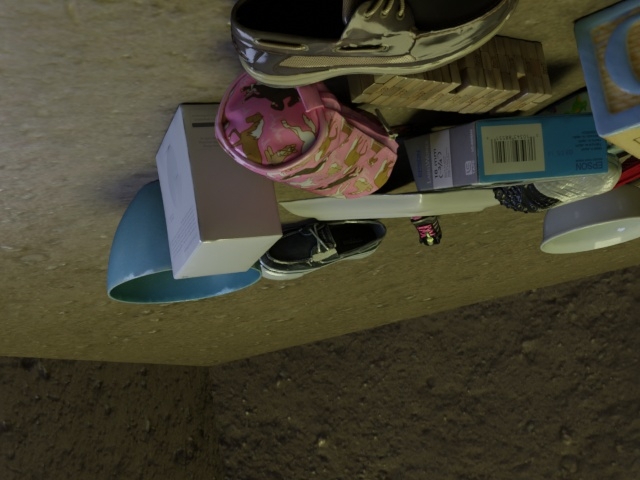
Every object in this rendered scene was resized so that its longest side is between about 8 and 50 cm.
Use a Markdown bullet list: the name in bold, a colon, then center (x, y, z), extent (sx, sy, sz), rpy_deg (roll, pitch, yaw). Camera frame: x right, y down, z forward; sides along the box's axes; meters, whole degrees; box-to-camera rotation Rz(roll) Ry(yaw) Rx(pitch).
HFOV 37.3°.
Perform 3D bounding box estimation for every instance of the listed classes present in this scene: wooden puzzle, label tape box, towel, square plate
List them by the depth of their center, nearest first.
- **label tape box**: center (0.293, -0.144, 1.625), extent (0.240, 0.106, 0.333), rpy_deg (-5, -178, -19)
- **wooden puzzle**: center (0.138, -0.196, 1.711), extent (0.083, 0.006, 0.049), rpy_deg (-9, 166, -1)
- **towel**: center (0.666, -0.188, 1.813), extent (0.275, 0.031, 0.199), rpy_deg (-34, -178, -37)
- **square plate**: center (0.154, -0.072, 1.861), extent (0.347, 0.049, 0.344), rpy_deg (-1, -176, 40)

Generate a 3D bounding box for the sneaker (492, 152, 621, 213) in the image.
- **sneaker**: center (0.439, -0.109, 1.756), extent (0.237, 0.085, 0.086), rpy_deg (-11, -163, 26)

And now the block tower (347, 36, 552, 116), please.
- **block tower**: center (0.181, -0.245, 1.368), extent (0.335, 0.097, 0.091), rpy_deg (2, 162, -34)

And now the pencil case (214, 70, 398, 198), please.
- **pencil case**: center (-0.008, -0.152, 1.396), extent (0.167, 0.160, 0.386), rpy_deg (-59, 161, 8)

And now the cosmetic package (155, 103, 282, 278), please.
- **cosmetic package**: center (-0.169, -0.075, 1.538), extent (0.138, 0.225, 0.224), rpy_deg (-4, 165, -21)

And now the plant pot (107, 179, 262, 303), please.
- **plant pot**: center (-0.266, -0.007, 1.802), extent (0.290, 0.196, 0.290), rpy_deg (-8, 166, -2)

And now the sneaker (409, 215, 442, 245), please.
- **sneaker**: center (0.263, -0.027, 2.313), extent (0.063, 0.075, 0.170), rpy_deg (-13, 165, 16)

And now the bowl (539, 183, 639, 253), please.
- **bowl**: center (0.663, -0.071, 2.281), extent (0.297, 0.134, 0.298), rpy_deg (-9, 165, -2)

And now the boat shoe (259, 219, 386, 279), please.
- **boat shoe**: center (0.000, 0.000, 2.219), extent (0.335, 0.121, 0.119), rpy_deg (-15, 162, -27)

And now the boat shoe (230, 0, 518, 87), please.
- **boat shoe**: center (0.059, -0.268, 1.122), extent (0.355, 0.132, 0.130), rpy_deg (-14, 166, 12)

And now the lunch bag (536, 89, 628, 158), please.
- **lunch bag**: center (0.513, -0.207, 1.751), extent (0.218, 0.090, 0.176), rpy_deg (2, 165, -35)

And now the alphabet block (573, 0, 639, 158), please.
- **alphabet block**: center (0.510, -0.246, 1.388), extent (0.193, 0.193, 0.197), rpy_deg (-17, 163, 34)
